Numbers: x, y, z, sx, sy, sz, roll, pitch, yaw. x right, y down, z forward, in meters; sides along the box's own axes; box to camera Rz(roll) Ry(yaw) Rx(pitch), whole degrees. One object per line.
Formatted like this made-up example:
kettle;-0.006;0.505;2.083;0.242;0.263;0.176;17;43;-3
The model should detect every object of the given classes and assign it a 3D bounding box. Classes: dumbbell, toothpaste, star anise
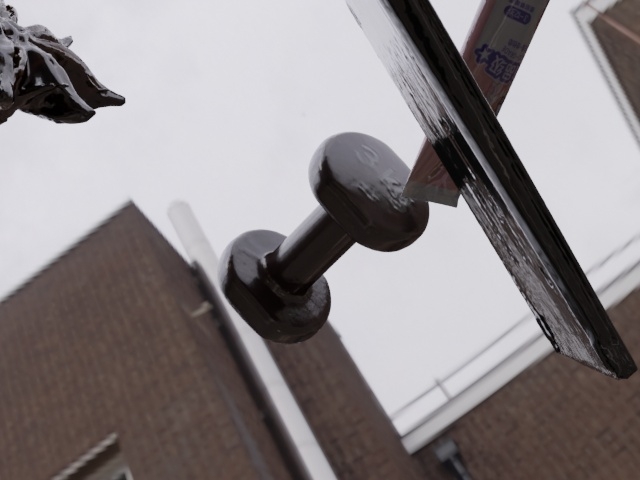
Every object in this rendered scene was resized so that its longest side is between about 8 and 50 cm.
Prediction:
dumbbell;0.000;0.000;1.325;0.140;0.124;0.225;49;-52;4
toothpaste;0.111;-0.115;0.860;0.067;0.043;0.194;9;-73;-50
star anise;-0.323;-0.174;1.244;0.272;0.272;0.102;27;-73;-32

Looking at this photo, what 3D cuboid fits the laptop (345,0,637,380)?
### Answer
laptop;0.056;-0.034;0.494;0.016;0.135;0.197;-29;-93;0
